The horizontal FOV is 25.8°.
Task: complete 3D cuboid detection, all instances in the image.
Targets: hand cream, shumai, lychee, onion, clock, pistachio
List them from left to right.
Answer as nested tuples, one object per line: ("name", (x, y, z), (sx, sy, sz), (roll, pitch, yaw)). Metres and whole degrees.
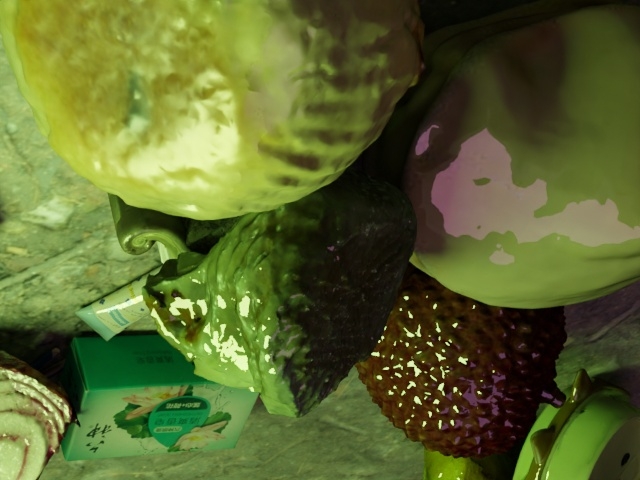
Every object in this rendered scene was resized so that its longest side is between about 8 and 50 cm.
("onion", (-0.436, 0.240, 1.726), (0.206, 0.216, 0.207), (38, 162, -9))
("hand cream", (-0.217, 0.067, 1.726), (0.170, 0.043, 0.065), (-29, 127, 18))
("shumai", (-0.044, 0.022, 1.374), (0.261, 0.222, 0.225), (-55, 149, -11))
("lychee", (0.182, 0.138, 1.796), (0.304, 0.276, 0.276), (26, 128, -9))
("pistachio", (0.261, -0.093, 1.539), (0.445, 0.281, 0.365), (7, 110, -28))
("clock", (0.405, 0.358, 2.135), (0.286, 0.117, 0.348), (-49, 139, -25))

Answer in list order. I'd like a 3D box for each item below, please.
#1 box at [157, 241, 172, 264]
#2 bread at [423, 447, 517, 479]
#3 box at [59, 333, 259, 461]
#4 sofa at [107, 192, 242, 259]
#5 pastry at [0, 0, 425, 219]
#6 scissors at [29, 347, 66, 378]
("box", (-0.137, 0.035, 1.629), (0.083, 0.154, 0.040), (-8, 135, -14))
("bread", (0.271, 0.399, 2.195), (0.112, 0.166, 0.383), (-11, 144, 24))
("box", (-0.214, 0.203, 1.833), (0.244, 0.092, 0.153), (-2, 138, -25))
("sofa", (-0.104, -0.095, 1.461), (0.258, 0.200, 0.182), (-26, 142, 11))
("pastry", (-0.088, -0.213, 1.232), (0.388, 0.312, 0.389), (11, 119, 21))
("scissors", (-0.372, 0.175, 1.810), (0.113, 0.012, 0.039), (-32, 139, 16))
